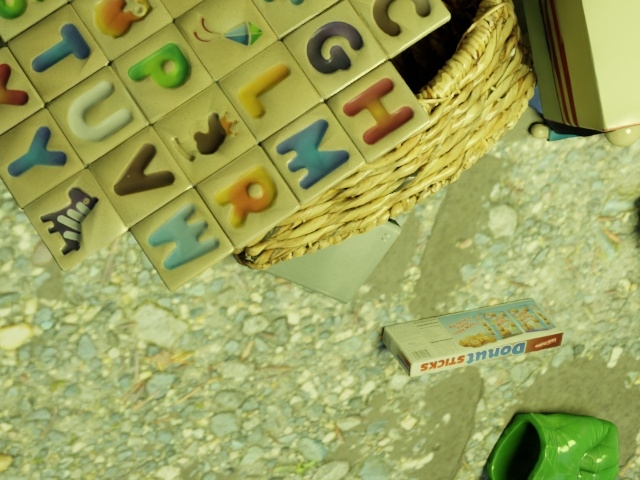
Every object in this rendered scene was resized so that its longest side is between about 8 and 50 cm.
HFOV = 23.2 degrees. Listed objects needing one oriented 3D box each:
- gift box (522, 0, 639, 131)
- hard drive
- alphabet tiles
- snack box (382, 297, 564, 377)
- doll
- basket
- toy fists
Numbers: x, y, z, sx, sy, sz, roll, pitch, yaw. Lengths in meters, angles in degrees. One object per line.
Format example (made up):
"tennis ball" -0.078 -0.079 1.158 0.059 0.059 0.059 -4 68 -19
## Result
"gift box" 0.289 -0.236 1.208 0.255 0.276 0.258 -13 96 -7
"hard drive" 0.000 0.000 1.454 0.135 0.022 0.094 23 110 -39
"alphabet tiles" -0.092 -0.140 1.155 0.342 0.285 0.011 -33 170 -3
"snack box" 0.156 0.097 1.586 0.178 0.064 0.022 -9 125 -23
"doll" 0.244 -0.134 1.461 0.129 0.046 0.189 -26 142 34
"basket" -0.002 -0.148 1.213 0.299 0.213 0.223 -32 134 -6
"toy fists" 0.248 0.315 1.781 0.142 0.096 0.279 8 117 -35
